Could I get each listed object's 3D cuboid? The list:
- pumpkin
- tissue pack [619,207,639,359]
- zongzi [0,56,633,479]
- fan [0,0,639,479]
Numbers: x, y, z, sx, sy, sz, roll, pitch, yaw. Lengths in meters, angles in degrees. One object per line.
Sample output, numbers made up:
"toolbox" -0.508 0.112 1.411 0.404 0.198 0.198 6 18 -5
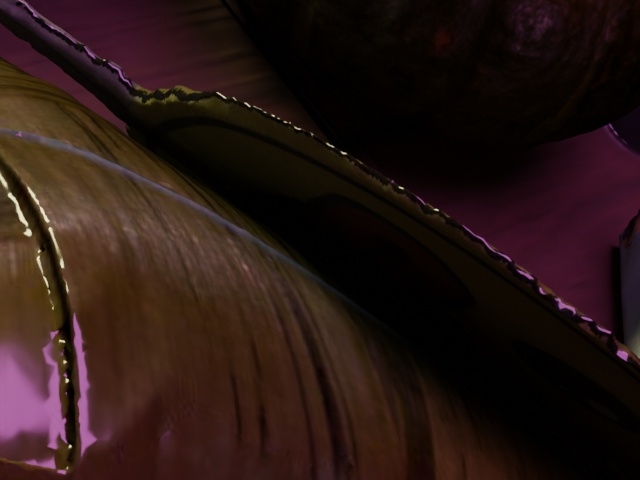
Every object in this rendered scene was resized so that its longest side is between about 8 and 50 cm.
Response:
"pumpkin" 0.057 -0.140 0.722 0.224 0.157 0.223 14 39 -12
"tissue pack" 0.155 0.027 0.711 0.074 0.058 0.094 24 42 -13
"zongzi" -0.055 0.023 0.525 0.286 0.138 0.300 18 29 -31
"fan" -0.001 0.001 0.522 0.335 0.229 0.011 37 78 -7
